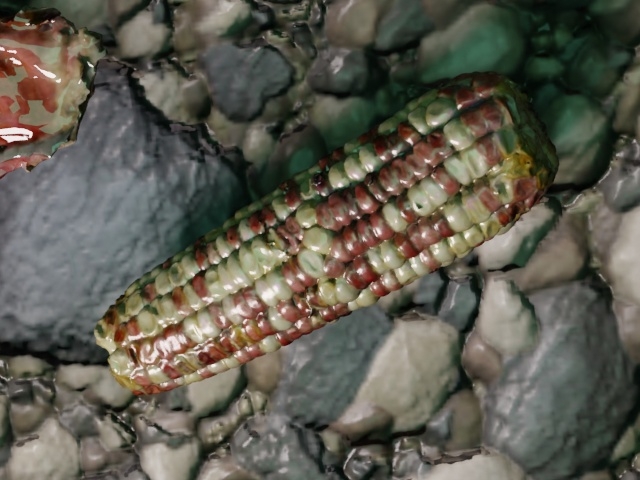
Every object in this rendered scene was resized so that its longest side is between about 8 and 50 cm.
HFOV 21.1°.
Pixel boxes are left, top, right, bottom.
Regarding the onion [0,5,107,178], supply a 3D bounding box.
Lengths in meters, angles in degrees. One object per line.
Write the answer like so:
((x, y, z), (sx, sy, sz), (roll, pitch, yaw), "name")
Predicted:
((-0.261, -0.057, 0.806), (0.348, 0.159, 0.267), (-2, 103, 2), "onion")

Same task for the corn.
((0.000, 0.000, 0.807), (0.237, 0.079, 0.079), (-28, 87, 11), "corn")
